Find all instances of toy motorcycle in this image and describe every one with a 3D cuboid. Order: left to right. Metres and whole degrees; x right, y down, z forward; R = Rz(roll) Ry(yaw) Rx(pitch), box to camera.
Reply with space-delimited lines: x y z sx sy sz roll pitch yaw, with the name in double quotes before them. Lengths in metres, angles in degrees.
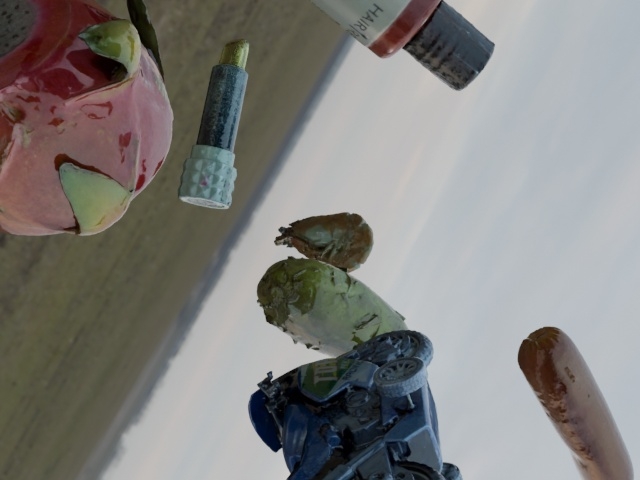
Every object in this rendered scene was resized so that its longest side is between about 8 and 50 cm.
"toy motorcycle" 0.014 0.131 0.773 0.136 0.092 0.254 -17 -159 8

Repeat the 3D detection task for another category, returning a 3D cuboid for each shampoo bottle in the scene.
"shampoo bottle" 0.049 -0.249 1.149 0.104 0.278 0.104 -50 -168 14

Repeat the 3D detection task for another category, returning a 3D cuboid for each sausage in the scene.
"sausage" 0.361 0.244 1.651 0.083 0.300 0.089 -38 -158 -18

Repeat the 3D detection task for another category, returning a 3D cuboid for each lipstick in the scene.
"lipstick" -0.067 -0.081 0.792 0.037 0.037 0.116 143 -43 -82

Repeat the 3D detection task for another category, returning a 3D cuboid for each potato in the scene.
"potato" 0.025 0.094 1.389 0.117 0.225 0.090 -31 -147 51

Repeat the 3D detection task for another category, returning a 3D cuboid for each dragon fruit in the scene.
"dragon fruit" -0.295 -0.155 1.184 0.189 0.291 0.290 85 26 -50

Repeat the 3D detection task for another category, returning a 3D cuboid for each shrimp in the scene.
"shrimp" 0.000 0.000 1.754 0.043 0.184 0.091 5 91 -52
